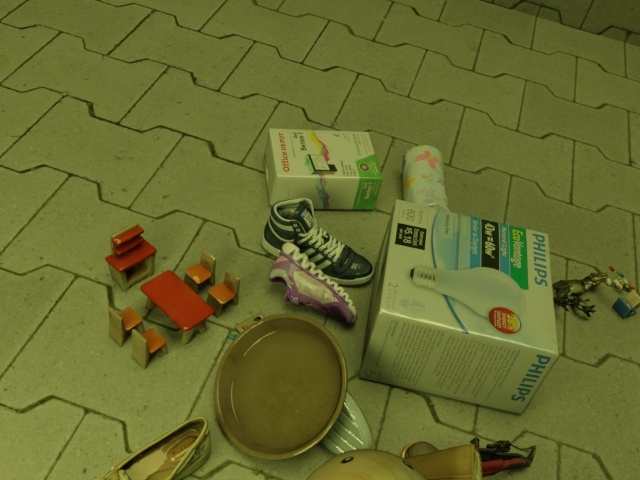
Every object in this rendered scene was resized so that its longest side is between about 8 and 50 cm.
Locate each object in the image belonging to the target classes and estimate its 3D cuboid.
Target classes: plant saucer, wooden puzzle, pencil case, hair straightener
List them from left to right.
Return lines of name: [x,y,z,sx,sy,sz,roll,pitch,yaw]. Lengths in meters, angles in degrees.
wooden puzzle: [-0.137,0.192,1.541,0.079,0.014,0.116,38,50,23]
plant saucer: [-0.074,0.277,1.360,0.278,0.041,0.277,-9,65,20]
pencil case: [0.283,-0.135,1.894,0.124,0.113,0.273,13,44,-13]
hair straightener: [0.335,0.405,1.380,0.231,0.047,0.089,3,32,-37]

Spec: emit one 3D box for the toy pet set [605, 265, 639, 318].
toy pet set: [0.749,0.133,1.784,0.122,0.065,0.114,19,33,-52]

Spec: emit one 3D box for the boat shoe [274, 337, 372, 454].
boat shoe: [0.009,0.297,1.409,0.094,0.109,0.302,-1,43,-53]

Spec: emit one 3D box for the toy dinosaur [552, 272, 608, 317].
toy dinosaur: [0.600,0.132,1.745,0.268,0.064,0.118,-4,33,-16]

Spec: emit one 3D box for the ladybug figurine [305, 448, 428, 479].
ladybug figurine: [0.080,0.507,1.009,0.305,0.161,0.449,3,56,-7]

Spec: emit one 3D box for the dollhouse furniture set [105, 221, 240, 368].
dollhouse furniture set: [-0.337,0.094,1.504,0.259,0.135,0.262,38,49,22]

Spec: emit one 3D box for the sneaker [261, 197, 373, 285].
sneaker: [0.000,0.000,1.664,0.282,0.153,0.099,21,46,7]

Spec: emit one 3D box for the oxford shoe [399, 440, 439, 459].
oxford shoe: [0.261,0.495,1.252,0.130,0.132,0.363,-14,51,-24]

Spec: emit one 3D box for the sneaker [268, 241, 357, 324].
sneaker: [-0.023,0.116,1.597,0.236,0.095,0.104,41,73,10]

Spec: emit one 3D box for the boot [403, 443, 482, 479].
boot: [0.135,0.457,1.203,0.270,0.089,0.236,-11,40,19]

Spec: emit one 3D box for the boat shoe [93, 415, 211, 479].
boat shoe: [-0.309,0.406,1.235,0.105,0.089,0.285,36,49,20]

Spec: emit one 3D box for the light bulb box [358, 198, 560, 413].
light bulb box: [0.297,0.137,1.550,0.361,0.225,0.357,13,44,0]

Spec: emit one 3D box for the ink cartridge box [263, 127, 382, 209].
ink cartridge box: [0.001,-0.188,1.875,0.278,0.117,0.201,0,46,-13]
